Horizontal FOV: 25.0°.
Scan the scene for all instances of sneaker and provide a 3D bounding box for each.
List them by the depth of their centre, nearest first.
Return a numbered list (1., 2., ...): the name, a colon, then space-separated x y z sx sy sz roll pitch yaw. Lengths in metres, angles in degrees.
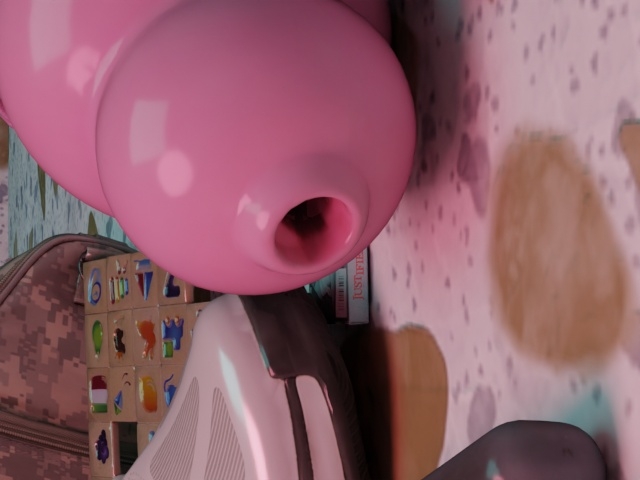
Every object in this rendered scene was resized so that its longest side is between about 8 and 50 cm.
1. sneaker: -0.124 0.226 0.735 0.169 0.257 0.447 -119 33 -58

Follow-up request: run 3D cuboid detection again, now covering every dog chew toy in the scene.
1. dog chew toy: -0.062 -0.101 0.653 0.332 0.207 0.206 -122 35 -47

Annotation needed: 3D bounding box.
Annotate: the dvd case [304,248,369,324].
1. dvd case: 0.000 0.000 0.743 0.119 0.013 0.087 167 102 -74

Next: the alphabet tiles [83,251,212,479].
1. alphabet tiles: -0.104 0.103 0.975 0.237 0.009 0.198 -9 82 55

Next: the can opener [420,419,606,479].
1. can opener: 0.035 0.153 0.555 0.283 0.095 0.076 -47 44 48

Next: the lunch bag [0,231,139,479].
1. lunch bag: -0.233 0.128 1.212 0.305 0.212 0.256 161 126 -70

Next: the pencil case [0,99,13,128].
1. pencil case: -0.197 -0.222 1.144 0.386 0.160 0.167 -112 21 -49
